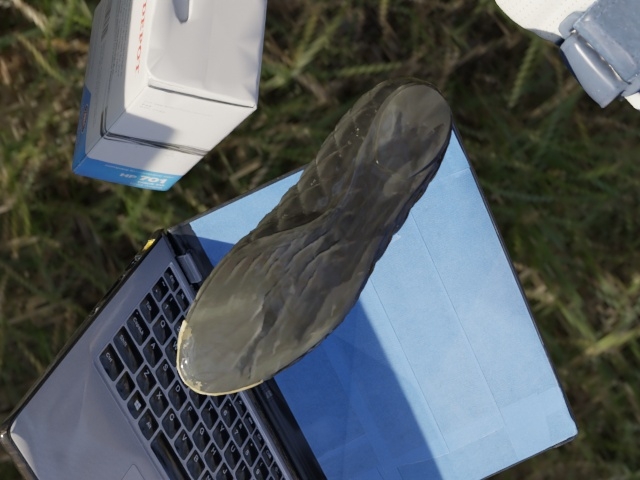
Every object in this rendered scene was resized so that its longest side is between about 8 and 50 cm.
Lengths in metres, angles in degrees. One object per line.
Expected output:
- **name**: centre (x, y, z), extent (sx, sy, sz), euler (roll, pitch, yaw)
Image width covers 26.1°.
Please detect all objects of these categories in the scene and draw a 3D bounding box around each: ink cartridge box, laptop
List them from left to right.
- **ink cartridge box**: centre (-0.107, -0.130, 0.967), extent (0.082, 0.139, 0.191), euler (12, 161, -22)
- **laptop**: centre (0.006, 0.163, 1.169), extent (0.236, 0.408, 0.382), euler (-8, 121, 32)

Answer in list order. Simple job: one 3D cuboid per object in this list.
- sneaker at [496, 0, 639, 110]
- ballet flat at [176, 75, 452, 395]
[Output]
- **sneaker**: centre (0.196, -0.073, 0.696), extent (0.130, 0.236, 0.322), euler (-40, 146, -25)
- **ballet flat**: centre (0.000, 0.000, 0.613), extent (0.173, 0.057, 0.049), euler (-50, -174, -10)
